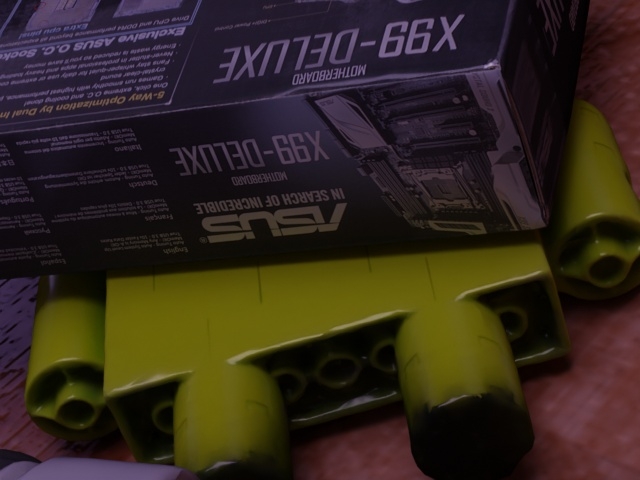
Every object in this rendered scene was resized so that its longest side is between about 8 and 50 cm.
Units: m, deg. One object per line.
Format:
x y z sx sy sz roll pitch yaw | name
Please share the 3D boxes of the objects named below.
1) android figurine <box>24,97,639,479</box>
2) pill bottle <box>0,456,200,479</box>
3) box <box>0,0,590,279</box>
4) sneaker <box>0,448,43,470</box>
0.000 0.000 0.647 0.248 0.056 0.273 -17 36 5 | android figurine
-0.177 0.125 0.457 0.283 0.160 0.160 1 39 10 | pill bottle
-0.046 -0.095 0.679 0.307 0.076 0.242 -6 39 20 | box
-0.200 0.095 0.601 0.234 0.078 0.106 -12 34 11 | sneaker
